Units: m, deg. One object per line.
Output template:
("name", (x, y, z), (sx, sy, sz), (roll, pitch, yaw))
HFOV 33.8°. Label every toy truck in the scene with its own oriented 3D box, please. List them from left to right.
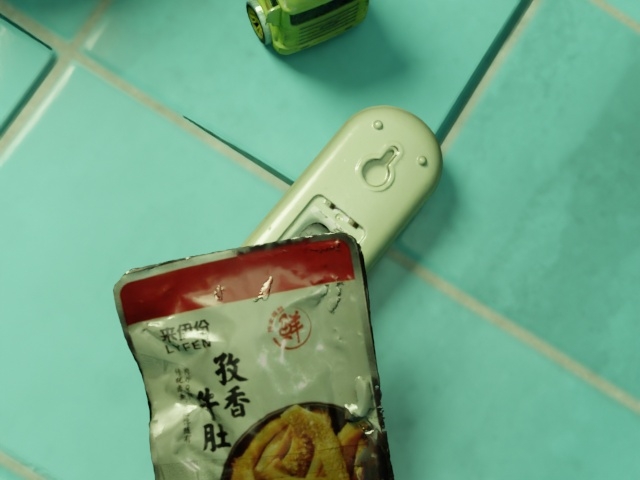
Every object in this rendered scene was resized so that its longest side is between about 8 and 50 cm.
("toy truck", (-0.033, -0.232, 0.703), (0.085, 0.116, 0.191), (-24, 83, -10))

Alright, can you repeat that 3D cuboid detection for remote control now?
("remote control", (0.000, 0.000, 0.701), (0.078, 0.042, 0.221), (39, 78, 2))

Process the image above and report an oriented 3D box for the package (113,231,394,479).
("package", (-0.035, 0.121, 0.653), (0.154, 0.030, 0.239), (-10, 97, -6))
